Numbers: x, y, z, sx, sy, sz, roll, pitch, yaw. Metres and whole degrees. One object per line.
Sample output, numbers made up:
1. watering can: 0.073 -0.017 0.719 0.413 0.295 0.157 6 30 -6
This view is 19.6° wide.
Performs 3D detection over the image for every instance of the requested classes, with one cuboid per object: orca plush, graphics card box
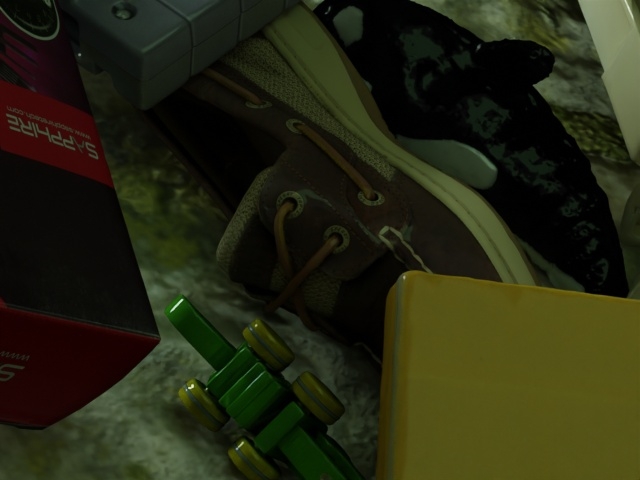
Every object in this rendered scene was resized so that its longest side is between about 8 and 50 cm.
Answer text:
1. orca plush: 0.104 -0.067 1.104 0.151 0.102 0.287 -9 54 -36
2. graphics card box: -0.220 -0.108 0.841 0.233 0.094 0.371 18 46 -53

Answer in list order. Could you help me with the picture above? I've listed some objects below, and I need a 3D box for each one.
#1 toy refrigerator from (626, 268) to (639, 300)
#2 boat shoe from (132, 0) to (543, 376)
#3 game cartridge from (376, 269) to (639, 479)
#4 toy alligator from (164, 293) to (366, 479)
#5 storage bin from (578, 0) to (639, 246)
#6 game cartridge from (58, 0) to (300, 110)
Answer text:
1. toy refrigerator: 0.316 0.069 1.068 0.269 0.094 0.102 38 20 5
2. boat shoe: 0.000 0.000 0.977 0.123 0.123 0.342 -17 56 -28
3. game cartridge: 0.159 0.184 0.814 0.285 0.053 0.324 8 67 -7
4. toy alligator: -0.009 0.100 0.916 0.190 0.056 0.051 46 3 18
5. storage bin: 0.288 -0.116 1.246 0.260 0.123 0.262 9 46 -22
6. game cartridge: -0.144 -0.239 1.078 0.355 0.068 0.230 36 62 24
